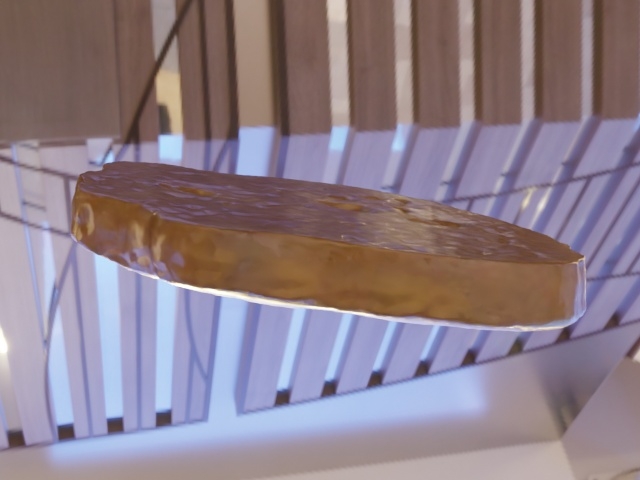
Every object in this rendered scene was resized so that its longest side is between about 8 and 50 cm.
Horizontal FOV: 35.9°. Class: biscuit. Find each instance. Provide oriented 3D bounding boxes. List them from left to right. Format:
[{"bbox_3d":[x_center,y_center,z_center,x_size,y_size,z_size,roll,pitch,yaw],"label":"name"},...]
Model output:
[{"bbox_3d":[0.000,0.002,0.738,0.365,0.062,0.385,7,-172,-15],"label":"biscuit"}]
